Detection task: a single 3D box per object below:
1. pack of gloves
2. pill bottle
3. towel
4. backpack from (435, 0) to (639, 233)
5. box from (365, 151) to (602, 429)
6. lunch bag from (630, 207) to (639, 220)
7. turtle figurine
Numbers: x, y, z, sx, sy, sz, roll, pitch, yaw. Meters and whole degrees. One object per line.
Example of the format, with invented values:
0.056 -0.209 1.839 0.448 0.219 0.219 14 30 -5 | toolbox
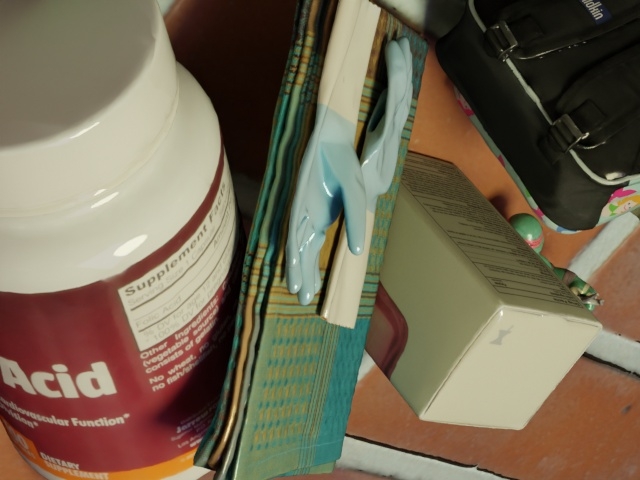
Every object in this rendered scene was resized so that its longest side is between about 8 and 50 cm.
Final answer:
0.038 -0.053 1.296 0.195 0.046 0.232 27 75 -70 | pack of gloves
-0.168 -0.004 1.259 0.224 0.224 0.392 -28 142 -13 | pill bottle
0.000 0.000 1.347 0.271 0.040 0.370 16 86 -72 | towel
0.249 -0.141 1.467 0.253 0.225 0.191 -29 165 -19 | backpack
0.102 0.038 1.521 0.149 0.232 0.127 12 121 -46 | box
0.437 -0.116 1.696 0.287 0.169 0.235 -8 137 -44 | lunch bag
0.178 0.047 1.695 0.175 0.118 0.234 -5 148 -22 | turtle figurine
